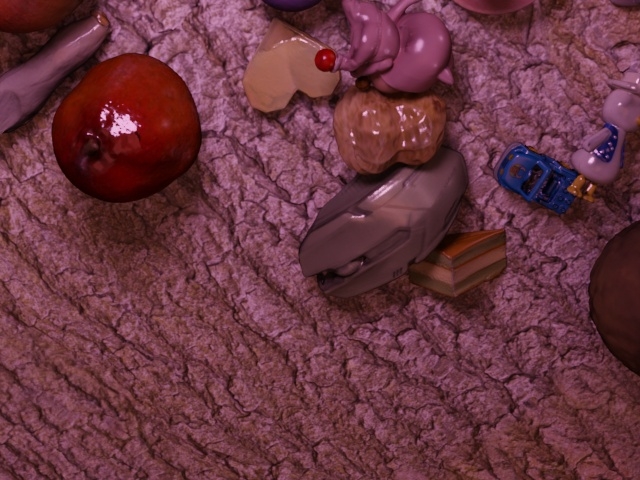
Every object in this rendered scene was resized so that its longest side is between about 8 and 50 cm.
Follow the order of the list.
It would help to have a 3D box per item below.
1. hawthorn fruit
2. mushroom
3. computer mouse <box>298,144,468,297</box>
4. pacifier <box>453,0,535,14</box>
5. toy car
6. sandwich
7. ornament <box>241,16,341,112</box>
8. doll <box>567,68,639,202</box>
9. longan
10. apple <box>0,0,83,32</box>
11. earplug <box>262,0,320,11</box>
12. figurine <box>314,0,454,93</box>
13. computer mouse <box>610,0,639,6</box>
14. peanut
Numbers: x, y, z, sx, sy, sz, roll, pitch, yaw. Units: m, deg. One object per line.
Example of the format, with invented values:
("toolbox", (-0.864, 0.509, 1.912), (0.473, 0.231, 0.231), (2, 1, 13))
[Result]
("hawthorn fruit", (-0.381, -0.205, 1.654), (0.295, 0.311, 0.295), (18, 142, 14))
("mushroom", (-0.549, -0.332, 1.685), (0.351, 0.109, 0.097), (-35, 95, 16))
("computer mouse", (0.143, -0.035, 1.811), (0.429, 0.145, 0.228), (-41, 116, 12))
("pacifier", (0.292, -0.554, 1.536), (0.220, 0.273, 0.332), (-36, 113, -2))
("toy car", (0.472, -0.127, 1.813), (0.191, 0.100, 0.097), (24, 114, -11))
("sandwich", (0.312, 0.034, 1.940), (0.187, 0.144, 0.117), (-25, 121, -29))
("ornament", (-0.068, -0.361, 1.711), (0.201, 0.059, 0.180), (-14, 113, 8))
("doll", (0.600, -0.218, 1.737), (0.138, 0.119, 0.293), (19, 100, -37))
("longan", (0.766, 0.118, 1.789), (0.391, 0.391, 0.391), (0, 117, -1))
("apple", (-0.537, -0.549, 1.480), (0.338, 0.305, 0.338), (4, 128, 6))
("earplug", (0.026, -0.613, 1.511), (0.215, 0.215, 0.456), (29, 116, -15))
("figurine", (0.122, -0.376, 1.640), (0.287, 0.176, 0.186), (6, 154, -32))
("computer mouse", (0.612, -0.491, 1.666), (0.096, 0.039, 0.066), (1, 117, -2))
("peanut", (0.142, -0.235, 1.720), (0.233, 0.110, 0.196), (-8, 73, -2))
